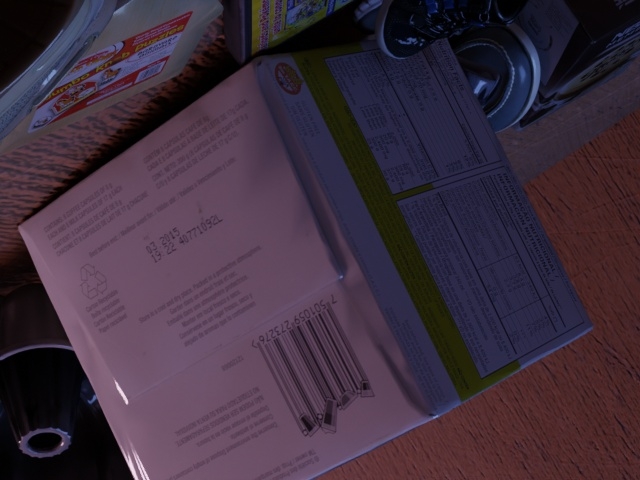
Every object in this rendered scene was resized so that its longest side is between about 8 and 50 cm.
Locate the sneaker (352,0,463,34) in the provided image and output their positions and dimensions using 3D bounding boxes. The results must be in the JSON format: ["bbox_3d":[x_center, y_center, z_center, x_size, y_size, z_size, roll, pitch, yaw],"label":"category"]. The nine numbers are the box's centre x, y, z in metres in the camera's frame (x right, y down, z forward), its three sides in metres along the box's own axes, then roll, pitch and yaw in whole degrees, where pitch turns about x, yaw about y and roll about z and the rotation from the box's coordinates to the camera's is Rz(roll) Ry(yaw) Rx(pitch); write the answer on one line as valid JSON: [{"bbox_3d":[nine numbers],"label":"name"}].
[{"bbox_3d":[0.097,-0.212,1.513,0.166,0.076,0.065,-26,-172,48],"label":"sneaker"}]

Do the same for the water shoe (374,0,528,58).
[{"bbox_3d":[0.124,-0.208,1.408,0.073,0.080,0.203,14,135,-42],"label":"water shoe"}]

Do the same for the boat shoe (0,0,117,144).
[{"bbox_3d":[-0.248,-0.072,1.029,0.302,0.109,0.098,-40,169,11],"label":"boat shoe"}]

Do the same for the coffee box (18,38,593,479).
[{"bbox_3d":[-0.009,0.035,1.598,0.338,0.338,0.334,-30,174,34],"label":"coffee box"}]

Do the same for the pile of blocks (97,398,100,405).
[{"bbox_3d":[-0.174,0.158,1.911,0.362,0.112,0.149,-40,170,28],"label":"pile of blocks"}]

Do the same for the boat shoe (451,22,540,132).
[{"bbox_3d":[0.145,-0.152,1.961,0.099,0.116,0.319,-32,177,-31],"label":"boat shoe"}]

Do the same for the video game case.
[{"bbox_3d":[0.035,-0.246,1.302,0.248,0.035,0.275,-32,172,-8],"label":"video game case"}]

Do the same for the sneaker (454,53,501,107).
[{"bbox_3d":[0.138,-0.098,1.752,0.153,0.268,0.101,-44,159,27],"label":"sneaker"}]

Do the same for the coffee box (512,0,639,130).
[{"bbox_3d":[0.299,-0.253,1.922,0.168,0.119,0.297,-30,171,-15],"label":"coffee box"}]

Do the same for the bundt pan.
[{"bbox_3d":[-0.292,0.163,1.759,0.331,0.124,0.331,-8,139,-7],"label":"bundt pan"}]

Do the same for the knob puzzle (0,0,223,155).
[{"bbox_3d":[-0.155,-0.142,1.211,0.213,0.030,0.213,-31,171,-5],"label":"knob puzzle"}]
